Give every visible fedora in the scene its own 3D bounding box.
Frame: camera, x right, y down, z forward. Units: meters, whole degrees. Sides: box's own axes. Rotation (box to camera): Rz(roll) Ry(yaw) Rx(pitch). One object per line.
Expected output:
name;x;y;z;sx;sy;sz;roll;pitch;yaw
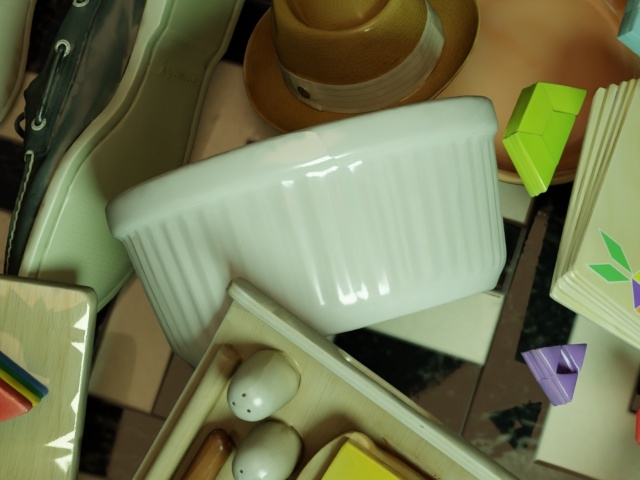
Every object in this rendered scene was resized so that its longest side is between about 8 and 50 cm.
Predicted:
fedora;0.018;-0.162;1.160;0.194;0.079;0.194;-14;48;16

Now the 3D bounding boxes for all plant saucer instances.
plant saucer;0.162;-0.134;1.209;0.200;0.037;0.200;-1;76;2

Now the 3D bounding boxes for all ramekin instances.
ramekin;0.000;0.000;1.074;0.272;0.273;0.127;-15;88;-2

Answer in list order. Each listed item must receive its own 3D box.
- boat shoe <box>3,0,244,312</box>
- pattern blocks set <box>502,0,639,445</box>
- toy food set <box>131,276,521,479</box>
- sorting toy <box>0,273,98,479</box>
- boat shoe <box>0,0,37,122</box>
boat shoe;-0.165;-0.101;1.174;0.113;0.127;0.340;22;93;33
pattern blocks set;0.234;-0.006;1.110;0.285;0.026;0.325;44;58;-19
toy food set;-0.031;0.200;0.958;0.219;0.092;0.306;35;116;8
sorting toy;-0.299;0.146;1.083;0.255;0.089;0.257;8;97;4
boat shoe;-0.268;-0.159;1.227;0.065;0.075;0.206;10;79;48
